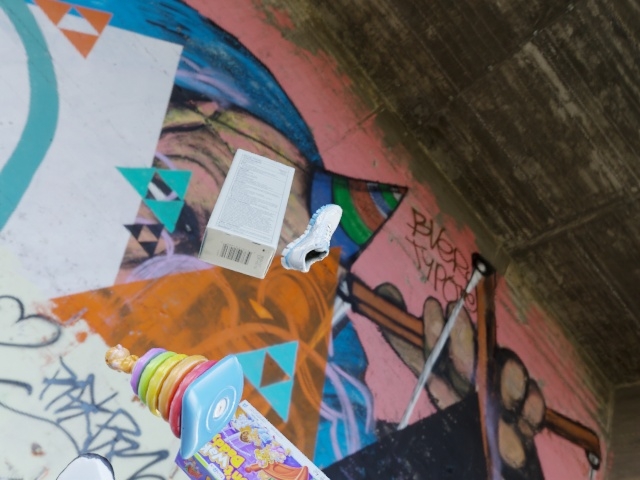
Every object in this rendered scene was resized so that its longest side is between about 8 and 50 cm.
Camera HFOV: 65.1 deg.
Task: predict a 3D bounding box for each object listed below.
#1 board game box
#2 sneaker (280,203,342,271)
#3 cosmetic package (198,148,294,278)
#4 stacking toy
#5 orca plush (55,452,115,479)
[{"bbox_3d":[-0.155,0.587,1.250,0.347,0.233,0.078,36,-62,21],"label":"board game box"},{"bbox_3d":[0.000,0.000,1.128,0.083,0.190,0.071,21,-24,43],"label":"sneaker"},{"bbox_3d":[-0.169,-0.072,1.205,0.160,0.309,0.113,19,-49,-9],"label":"cosmetic package"},{"bbox_3d":[-0.325,0.287,1.031,0.302,0.166,0.175,16,-67,22],"label":"stacking toy"},{"bbox_3d":[-0.313,0.433,0.667,0.102,0.151,0.287,111,-33,-74],"label":"orca plush"}]
